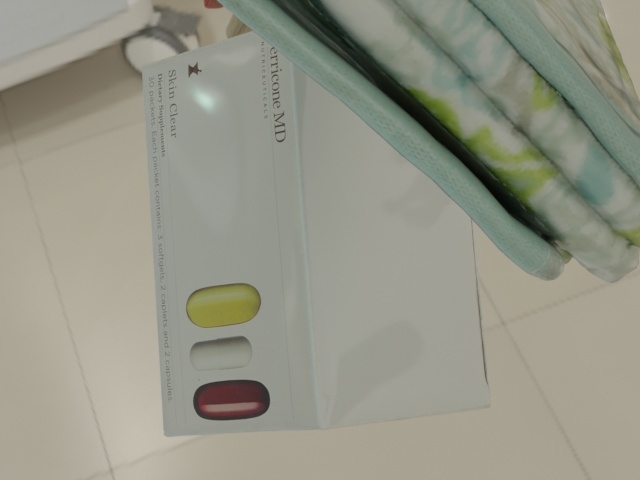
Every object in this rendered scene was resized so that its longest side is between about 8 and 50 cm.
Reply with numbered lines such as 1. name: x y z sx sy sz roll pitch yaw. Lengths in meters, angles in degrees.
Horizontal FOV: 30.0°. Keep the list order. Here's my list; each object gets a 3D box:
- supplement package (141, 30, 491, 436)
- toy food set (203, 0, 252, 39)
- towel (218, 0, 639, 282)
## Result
1. supplement package: 0.000 0.000 0.851 0.145 0.204 0.262 -10 82 38
2. toy food set: -0.066 -0.301 1.295 0.111 0.104 0.232 -2 78 -17
3. towel: 0.009 -0.179 0.549 0.090 0.374 0.320 -37 26 23
